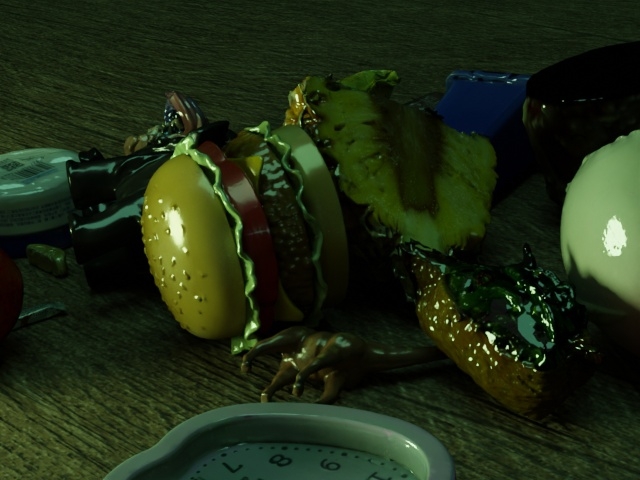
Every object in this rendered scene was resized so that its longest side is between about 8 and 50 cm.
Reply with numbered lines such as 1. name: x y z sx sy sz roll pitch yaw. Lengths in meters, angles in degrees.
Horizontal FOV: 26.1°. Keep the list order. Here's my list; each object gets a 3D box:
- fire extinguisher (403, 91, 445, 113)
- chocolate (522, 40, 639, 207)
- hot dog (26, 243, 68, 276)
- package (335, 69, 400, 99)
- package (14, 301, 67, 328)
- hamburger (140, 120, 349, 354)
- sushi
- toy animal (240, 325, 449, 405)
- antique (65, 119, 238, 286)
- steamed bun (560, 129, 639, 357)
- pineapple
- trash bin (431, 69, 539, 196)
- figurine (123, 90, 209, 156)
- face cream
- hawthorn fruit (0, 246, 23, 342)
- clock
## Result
1. fire extinguisher: 0.152 -0.172 2.230 0.269 0.104 0.105 -25 30 -37
2. chocolate: 0.434 -0.149 1.970 0.225 0.210 0.340 7 25 42
3. hot dog: -0.384 0.025 1.973 0.034 0.030 0.090 -23 30 -37
4. package: 0.021 -0.199 2.244 0.226 0.090 0.168 -41 -8 40
5. package: -0.389 0.101 1.820 0.110 0.015 0.037 -19 28 -25
6. hamburger: -0.106 -0.002 1.674 0.212 0.274 0.274 -16 26 -18
7. sushi: 0.212 0.083 1.529 0.149 0.140 0.287 -17 40 -25
8. toy animal: 0.050 0.139 1.580 0.224 0.066 0.230 15 25 34
9. antique: -0.216 -0.050 1.928 0.255 0.185 0.322 -14 31 -4
10. steamed bun: 0.421 0.030 1.527 0.309 0.309 0.309 -5 24 2
11. pineapple: 0.062 -0.022 1.802 0.344 0.286 0.209 16 -31 -33
12. trash bin: 0.243 -0.146 2.076 0.184 0.162 0.234 8 33 29
13. figurine: -0.251 -0.169 2.313 0.157 0.114 0.126 -54 12 -24
14. face cream: -0.441 -0.063 2.092 0.206 0.111 0.206 -6 24 3
15. hawthorn fruit: -0.473 0.082 1.691 0.190 0.189 0.251 0 31 13
16. clock: -0.035 0.272 1.253 0.339 0.102 0.338 -4 25 2
